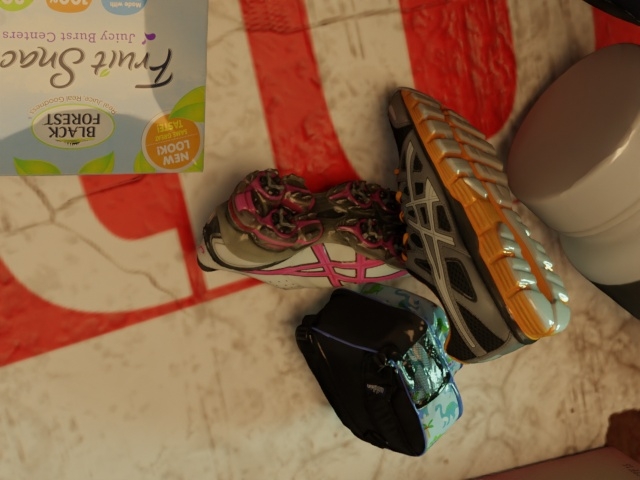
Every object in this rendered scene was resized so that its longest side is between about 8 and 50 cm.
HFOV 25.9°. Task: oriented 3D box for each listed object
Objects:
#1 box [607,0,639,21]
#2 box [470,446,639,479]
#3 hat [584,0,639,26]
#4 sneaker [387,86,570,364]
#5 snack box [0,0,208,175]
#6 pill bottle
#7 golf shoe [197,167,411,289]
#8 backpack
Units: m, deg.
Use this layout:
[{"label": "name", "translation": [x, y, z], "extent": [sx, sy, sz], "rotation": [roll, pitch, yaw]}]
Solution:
[{"label": "box", "translation": [0.188, -0.347, 0.808], "extent": [0.312, 0.179, 0.343], "rotation": [35, 89, 13]}, {"label": "box", "translation": [0.160, 0.259, 1.050], "extent": [0.232, 0.148, 0.127], "rotation": [-10, 107, -18]}, {"label": "hat", "translation": [0.290, -0.228, 0.972], "extent": [0.331, 0.331, 0.134], "rotation": [-32, 156, -10]}, {"label": "sneaker", "translation": [0.087, -0.014, 0.945], "extent": [0.083, 0.215, 0.084], "rotation": [-39, 146, 29]}, {"label": "snack box", "translation": [-0.160, -0.146, 0.869], "extent": [0.174, 0.070, 0.207], "rotation": [-3, 106, -20]}, {"label": "pill bottle", "translation": [0.279, -0.007, 1.020], "extent": [0.283, 0.161, 0.161], "rotation": [36, 89, -24]}, {"label": "golf shoe", "translation": [0.000, 0.000, 0.979], "extent": [0.186, 0.067, 0.086], "rotation": [10, 142, -34]}, {"label": "backpack", "translation": [0.052, 0.092, 0.992], "extent": [0.084, 0.105, 0.114], "rotation": [-41, 125, -29]}]
